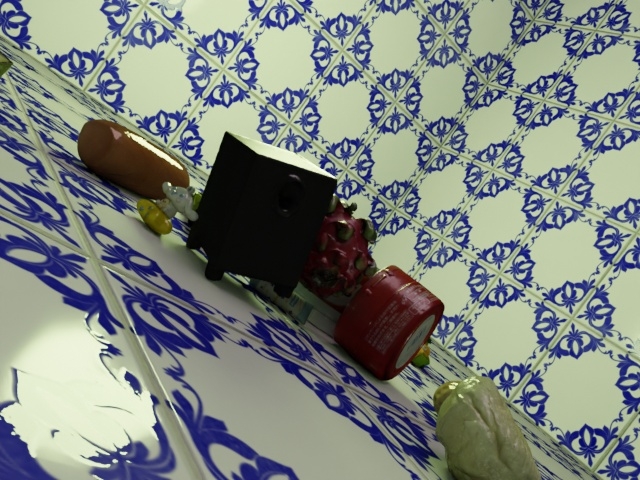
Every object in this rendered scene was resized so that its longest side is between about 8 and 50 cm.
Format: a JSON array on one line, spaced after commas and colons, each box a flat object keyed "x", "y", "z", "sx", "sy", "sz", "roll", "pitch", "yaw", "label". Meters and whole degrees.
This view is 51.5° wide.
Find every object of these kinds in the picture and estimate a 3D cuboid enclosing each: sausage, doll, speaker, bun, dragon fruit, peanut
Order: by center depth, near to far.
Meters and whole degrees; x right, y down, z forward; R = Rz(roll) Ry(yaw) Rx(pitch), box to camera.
[{"x": 0.262, "y": 0.333, "z": 1.068, "sx": 0.220, "sy": 0.134, "sz": 0.220, "roll": 61, "pitch": 9, "yaw": -17, "label": "bun"}, {"x": -0.281, "y": -0.059, "z": 1.267, "sx": 0.135, "sy": 0.113, "sz": 0.071, "roll": 14, "pitch": -31, "yaw": 33, "label": "doll"}, {"x": -0.118, "y": -0.051, "z": 1.283, "sx": 0.184, "sy": 0.254, "sz": 0.232, "roll": 16, "pitch": 12, "yaw": -28, "label": "speaker"}, {"x": -0.004, "y": 0.004, "z": 1.411, "sx": 0.198, "sy": 0.218, "sz": 0.272, "roll": -24, "pitch": 33, "yaw": -38, "label": "dragon fruit"}, {"x": 0.319, "y": 0.373, "z": 1.474, "sx": 0.140, "sy": 0.109, "sz": 0.159, "roll": 49, "pitch": -4, "yaw": 27, "label": "peanut"}, {"x": -0.406, "y": -0.168, "z": 1.488, "sx": 0.121, "sy": 0.121, "sz": 0.304, "roll": 37, "pitch": 3, "yaw": 27, "label": "sausage"}, {"x": 0.303, "y": 0.329, "z": 2.121, "sx": 0.134, "sy": 0.106, "sz": 0.186, "roll": 54, "pitch": 15, "yaw": -18, "label": "doll"}]

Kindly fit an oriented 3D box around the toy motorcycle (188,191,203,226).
[{"x": -0.236, "y": -0.060, "z": 1.647, "sx": 0.206, "sy": 0.142, "sz": 0.342, "roll": -4, "pitch": 15, "yaw": -14, "label": "toy motorcycle"}]

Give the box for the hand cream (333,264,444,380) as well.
[{"x": 0.152, "y": 0.180, "z": 1.445, "sx": 0.149, "sy": 0.230, "sz": 0.230, "roll": 36, "pitch": 2, "yaw": 25, "label": "hand cream"}]

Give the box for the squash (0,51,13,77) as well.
[{"x": -0.709, "y": -0.336, "z": 1.242, "sx": 0.192, "sy": 0.085, "sz": 0.184, "roll": 35, "pitch": 30, "yaw": 27, "label": "squash"}]

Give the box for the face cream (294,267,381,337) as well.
[{"x": 0.037, "y": 0.109, "z": 1.582, "sx": 0.201, "sy": 0.187, "sz": 0.201, "roll": 36, "pitch": 2, "yaw": -2, "label": "face cream"}]

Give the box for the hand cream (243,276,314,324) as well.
[{"x": -0.093, "y": 0.112, "z": 1.419, "sx": 0.170, "sy": 0.043, "sz": 0.065, "roll": 37, "pitch": 42, "yaw": -7, "label": "hand cream"}]
